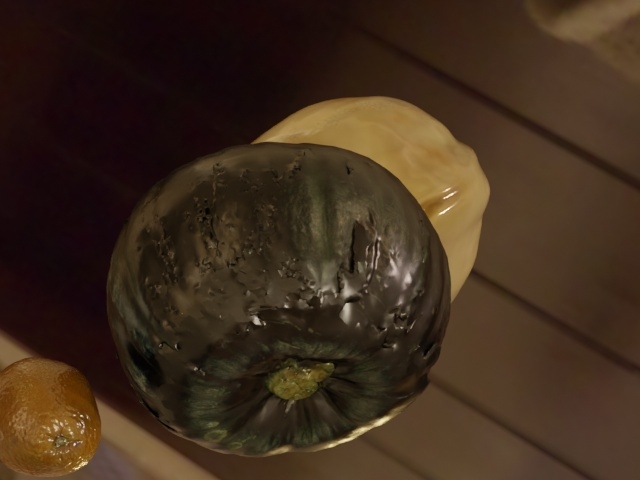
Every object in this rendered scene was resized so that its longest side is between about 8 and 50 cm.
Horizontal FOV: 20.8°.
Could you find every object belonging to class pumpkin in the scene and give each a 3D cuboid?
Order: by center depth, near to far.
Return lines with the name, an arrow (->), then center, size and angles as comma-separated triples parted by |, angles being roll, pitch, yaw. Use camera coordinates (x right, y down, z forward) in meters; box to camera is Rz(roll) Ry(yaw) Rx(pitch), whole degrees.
pumpkin -> -0.027, 0.037, 1.135 | 0.233, 0.163, 0.233 | -9, 139, -8

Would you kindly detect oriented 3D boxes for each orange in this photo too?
orange -> -0.174, 0.112, 1.096 | 0.085, 0.085, 0.085 | -51, 162, -24

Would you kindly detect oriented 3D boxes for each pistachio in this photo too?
pistachio -> 0.000, 0.000, 1.560 | 0.321, 0.229, 0.238 | -23, -173, -5
